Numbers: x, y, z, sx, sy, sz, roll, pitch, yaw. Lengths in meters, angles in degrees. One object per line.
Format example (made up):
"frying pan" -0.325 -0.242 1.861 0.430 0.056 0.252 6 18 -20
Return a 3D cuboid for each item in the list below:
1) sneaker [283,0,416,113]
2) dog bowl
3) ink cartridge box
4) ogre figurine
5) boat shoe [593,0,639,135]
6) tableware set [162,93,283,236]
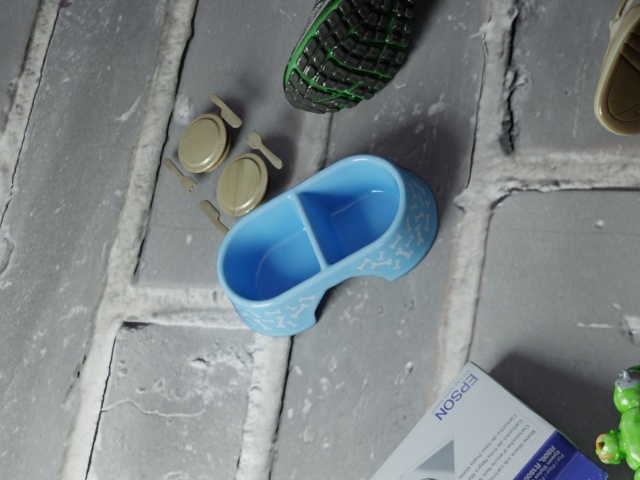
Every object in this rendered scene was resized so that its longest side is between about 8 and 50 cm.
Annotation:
"sneaker" 0.060 -0.319 1.760 0.344 0.134 0.146 -56 32 -1
"dog bowl" 0.000 0.000 1.658 0.297 0.074 0.166 -30 58 12
"ink cartridge box" 0.165 0.271 1.436 0.223 0.045 0.224 -50 40 -2
"ogre figurine" 0.342 0.212 1.371 0.096 0.118 0.197 0 68 26
"boat shoe" 0.400 -0.256 1.574 0.302 0.109 0.098 -63 19 -10
"tableware set" -0.124 -0.100 1.785 0.128 0.039 0.194 -52 50 11
